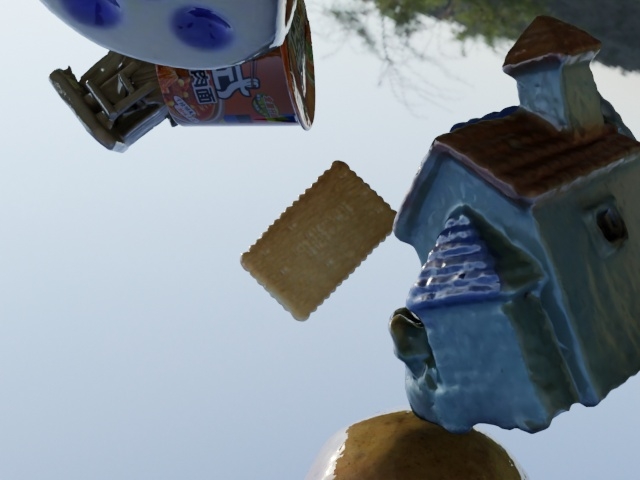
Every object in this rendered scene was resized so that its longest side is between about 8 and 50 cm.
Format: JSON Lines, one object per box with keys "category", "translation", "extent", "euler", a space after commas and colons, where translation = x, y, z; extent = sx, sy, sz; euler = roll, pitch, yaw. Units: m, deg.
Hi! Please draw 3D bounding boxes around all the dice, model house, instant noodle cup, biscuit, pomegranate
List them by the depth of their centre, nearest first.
{"category": "model house", "translation": [0.175, -0.031, 0.867], "extent": [0.294, 0.330, 0.251], "euler": [-22, -169, -40]}
{"category": "pomegranate", "translation": [0.107, 0.338, 1.021], "extent": [0.322, 0.322, 0.322], "euler": [23, -156, -11]}
{"category": "dice", "translation": [-0.168, -0.390, 1.028], "extent": [0.304, 0.304, 0.277], "euler": [9, -121, 1]}
{"category": "instant noodle cup", "translation": [-0.122, -0.275, 1.333], "extent": [0.192, 0.251, 0.250], "euler": [-5, -158, 9]}
{"category": "model house", "translation": [-0.299, -0.233, 1.424], "extent": [0.229, 0.188, 0.122], "euler": [48, 168, 39]}
{"category": "biscuit", "translation": [0.000, 0.000, 1.525], "extent": [0.160, 0.250, 0.030], "euler": [43, 176, 6]}
